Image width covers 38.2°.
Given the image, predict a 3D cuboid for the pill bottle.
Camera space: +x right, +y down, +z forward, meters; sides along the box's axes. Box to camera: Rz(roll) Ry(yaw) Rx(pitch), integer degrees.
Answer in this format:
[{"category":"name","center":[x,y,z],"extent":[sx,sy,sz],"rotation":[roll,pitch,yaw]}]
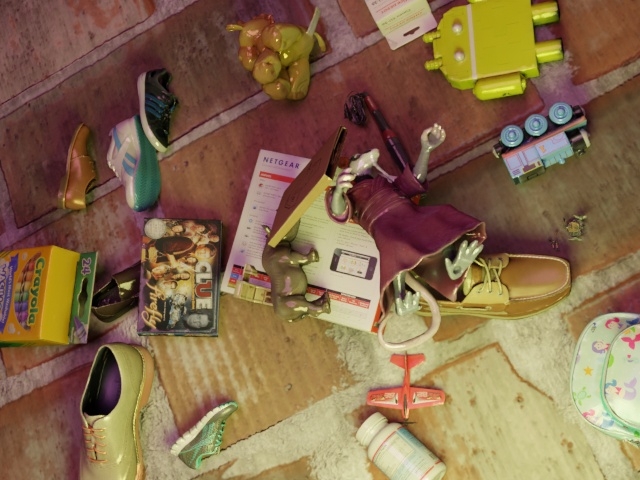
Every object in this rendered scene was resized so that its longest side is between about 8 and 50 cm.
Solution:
[{"category":"pill bottle","center":[0.142,0.387,1.667],"extent":[0.160,0.087,0.087],"rotation":[40,92,26]}]

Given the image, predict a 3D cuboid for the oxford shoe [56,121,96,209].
[{"category":"oxford shoe","center":[-0.544,-0.167,2.105],"extent":[0.076,0.076,0.212],"rotation":[8,74,-8]}]

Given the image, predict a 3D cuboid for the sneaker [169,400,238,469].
[{"category":"sneaker","center":[-0.216,0.386,1.828],"extent":[0.166,0.065,0.076],"rotation":[-44,81,8]}]

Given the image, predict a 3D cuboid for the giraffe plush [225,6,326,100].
[{"category":"giraffe plush","center":[-0.110,-0.411,1.953],"extent":[0.170,0.181,0.210],"rotation":[19,74,32]}]

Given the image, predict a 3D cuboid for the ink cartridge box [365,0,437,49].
[{"category":"ink cartridge box","center":[0.152,-0.509,1.924],"extent":[0.115,0.067,0.198],"rotation":[-27,68,11]}]

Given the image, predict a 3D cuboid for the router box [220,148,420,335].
[{"category":"router box","center":[0.000,0.000,1.821],"extent":[0.335,0.082,0.301],"rotation":[14,85,24]}]

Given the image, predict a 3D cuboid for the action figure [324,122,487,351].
[{"category":"action figure","center":[0.139,-0.035,1.652],"extent":[0.248,0.276,0.370],"rotation":[-16,42,-20]}]

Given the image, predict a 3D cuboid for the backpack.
[{"category":"backpack","center":[0.538,0.229,1.514],"extent":[0.253,0.191,0.225],"rotation":[11,80,28]}]

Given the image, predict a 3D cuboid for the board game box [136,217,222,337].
[{"category":"board game box","center":[-0.288,0.076,1.909],"extent":[0.165,0.042,0.243],"rotation":[1,74,-4]}]

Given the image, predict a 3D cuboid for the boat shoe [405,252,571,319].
[{"category":"boat shoe","center":[0.288,0.081,1.679],"extent":[0.323,0.120,0.123],"rotation":[-8,72,19]}]

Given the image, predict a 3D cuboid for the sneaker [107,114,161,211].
[{"category":"sneaker","center":[-0.415,-0.161,2.041],"extent":[0.092,0.087,0.229],"rotation":[-20,62,22]}]

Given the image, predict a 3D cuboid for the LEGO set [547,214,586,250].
[{"category":"LEGO set","center":[0.458,-0.016,1.699],"extent":[0.083,0.023,0.054],"rotation":[-28,65,26]}]

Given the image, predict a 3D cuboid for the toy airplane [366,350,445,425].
[{"category":"toy airplane","center":[0.159,0.270,1.726],"extent":[0.151,0.028,0.151],"rotation":[-5,73,18]}]

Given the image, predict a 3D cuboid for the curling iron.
[{"category":"curling iron","center":[0.133,-0.193,1.865],"extent":[0.068,0.035,0.274],"rotation":[-46,68,27]}]

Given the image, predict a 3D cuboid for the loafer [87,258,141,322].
[{"category":"loafer","center":[-0.402,0.097,1.960],"extent":[0.220,0.078,0.080],"rotation":[-39,66,7]}]

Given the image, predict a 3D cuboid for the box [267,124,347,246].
[{"category":"box","center":[-0.024,-0.099,1.692],"extent":[0.201,0.021,0.164],"rotation":[-47,17,37]}]

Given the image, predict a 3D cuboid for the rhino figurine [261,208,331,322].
[{"category":"rhino figurine","center":[-0.056,0.044,1.741],"extent":[0.106,0.073,0.243],"rotation":[-17,65,4]}]

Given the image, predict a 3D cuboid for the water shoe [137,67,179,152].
[{"category":"water shoe","center":[-0.355,-0.296,2.056],"extent":[0.080,0.073,0.203],"rotation":[-19,70,13]}]

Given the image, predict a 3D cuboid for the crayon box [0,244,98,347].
[{"category":"crayon box","center":[-0.633,0.123,2.000],"extent":[0.322,0.083,0.203],"rotation":[-6,73,33]}]

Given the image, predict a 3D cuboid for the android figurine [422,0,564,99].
[{"category":"android figurine","center":[0.338,-0.395,1.831],"extent":[0.272,0.056,0.248],"rotation":[-5,74,18]}]

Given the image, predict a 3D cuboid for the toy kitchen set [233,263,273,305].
[{"category":"toy kitchen set","center":[-0.111,0.085,1.756],"extent":[0.075,0.083,0.068],"rotation":[9,84,22]}]

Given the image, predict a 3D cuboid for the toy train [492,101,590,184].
[{"category":"toy train","center":[0.417,-0.182,1.730],"extent":[0.184,0.080,0.105],"rotation":[-25,77,10]}]

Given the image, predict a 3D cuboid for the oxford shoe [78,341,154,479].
[{"category":"oxford shoe","center":[-0.440,0.396,1.852],"extent":[0.140,0.146,0.397],"rotation":[-1,76,18]}]
